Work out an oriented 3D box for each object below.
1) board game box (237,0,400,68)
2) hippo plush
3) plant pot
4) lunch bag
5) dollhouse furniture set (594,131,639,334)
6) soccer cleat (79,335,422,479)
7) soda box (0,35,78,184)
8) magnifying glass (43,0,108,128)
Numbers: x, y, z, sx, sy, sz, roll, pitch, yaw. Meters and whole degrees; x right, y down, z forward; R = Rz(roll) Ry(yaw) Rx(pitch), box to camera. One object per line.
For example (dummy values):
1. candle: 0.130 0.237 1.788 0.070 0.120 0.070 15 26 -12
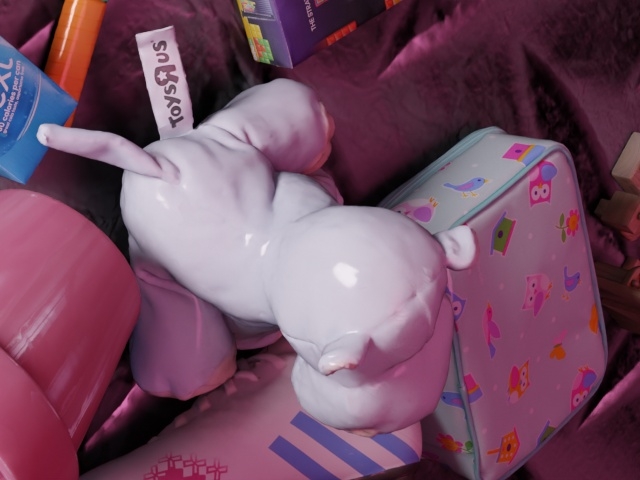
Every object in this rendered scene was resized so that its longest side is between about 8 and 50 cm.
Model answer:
1. board game box: -0.006 -0.234 1.177 0.141 0.048 0.170 -37 126 -31
2. hippo plush: 0.000 0.000 1.091 0.234 0.236 0.294 -49 145 -33
3. plant pot: -0.212 0.072 0.994 0.180 0.201 0.201 -55 135 -37
4. lunch bag: 0.147 0.056 1.375 0.224 0.108 0.279 -40 130 -35
5. dollhouse furniture set: 0.345 0.005 1.536 0.144 0.123 0.151 42 74 -43
6. soccer cleat: -0.063 0.147 1.223 0.331 0.116 0.143 -5 84 -40
7. soda box: -0.249 -0.120 0.966 0.210 0.071 0.067 42 74 -43
8. magnifying glass: -0.149 -0.187 1.073 0.092 0.026 0.231 16 93 -45
